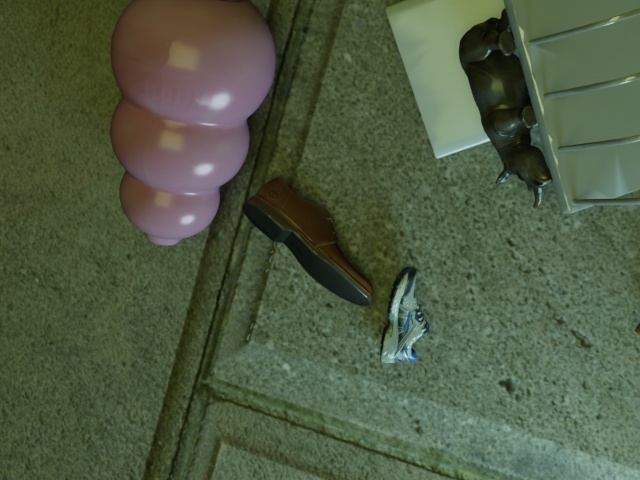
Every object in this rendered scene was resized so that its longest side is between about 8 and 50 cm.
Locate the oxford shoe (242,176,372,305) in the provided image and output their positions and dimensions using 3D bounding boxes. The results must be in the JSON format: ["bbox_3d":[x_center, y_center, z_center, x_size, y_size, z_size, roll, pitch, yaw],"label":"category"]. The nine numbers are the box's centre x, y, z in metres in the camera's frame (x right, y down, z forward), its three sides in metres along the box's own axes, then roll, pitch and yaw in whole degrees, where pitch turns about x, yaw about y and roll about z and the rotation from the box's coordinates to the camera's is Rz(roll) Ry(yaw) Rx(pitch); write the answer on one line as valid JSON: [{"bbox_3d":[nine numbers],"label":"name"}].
[{"bbox_3d":[0.000,0.000,1.548,0.212,0.076,0.076,45,64,-9],"label":"oxford shoe"}]

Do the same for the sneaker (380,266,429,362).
[{"bbox_3d":[0.116,0.100,1.553,0.058,0.052,0.135,10,108,-1],"label":"sneaker"}]

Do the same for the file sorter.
[{"bbox_3d":[0.357,-0.191,1.316,0.193,0.173,0.278,-19,96,-18],"label":"file sorter"}]

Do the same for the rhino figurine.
[{"bbox_3d":[0.232,-0.156,1.422,0.073,0.106,0.243,-20,97,-28],"label":"rhino figurine"}]

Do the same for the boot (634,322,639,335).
[{"bbox_3d":[0.444,0.058,1.467,0.197,0.073,0.152,44,108,5],"label":"boot"}]

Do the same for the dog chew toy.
[{"bbox_3d":[-0.175,-0.153,1.495,0.206,0.206,0.332,16,109,8],"label":"dog chew toy"}]

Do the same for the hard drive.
[{"bbox_3d":[0.259,-0.247,1.470,0.307,0.040,0.203,-18,95,13],"label":"hard drive"}]
